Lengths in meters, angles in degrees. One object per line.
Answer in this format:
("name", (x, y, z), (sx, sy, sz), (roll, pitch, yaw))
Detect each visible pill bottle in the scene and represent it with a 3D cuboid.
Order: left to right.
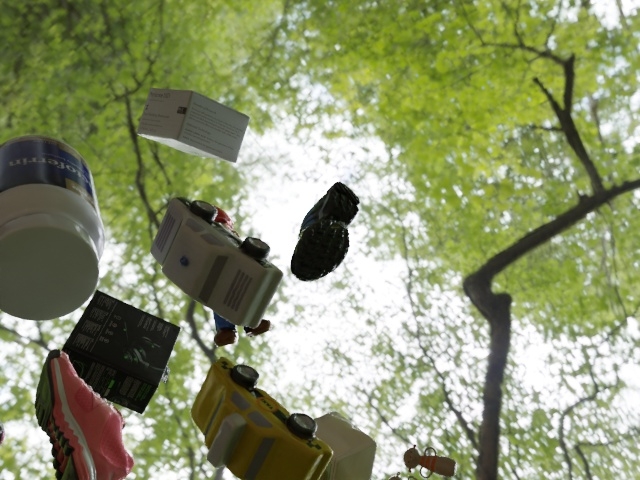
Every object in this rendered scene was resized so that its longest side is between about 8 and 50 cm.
("pill bottle", (-0.356, -0.021, 0.867), (0.153, 0.153, 0.264), (-40, -144, 1))

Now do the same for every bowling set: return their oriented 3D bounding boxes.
("bowling set", (0.186, 0.586, 1.503), (0.154, 0.200, 0.286), (7, -109, 26))

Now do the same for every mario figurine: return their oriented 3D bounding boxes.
("mario figurine", (-0.217, 0.068, 1.519), (0.170, 0.198, 0.320), (-24, -96, 35))

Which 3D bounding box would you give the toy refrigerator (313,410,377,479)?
("toy refrigerator", (0.006, 0.421, 1.089), (0.094, 0.269, 0.102), (-9, -154, -40))

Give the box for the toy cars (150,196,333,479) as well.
("toy cars", (-0.114, 0.122, 0.796), (0.177, 0.087, 0.393), (-22, -101, 30))

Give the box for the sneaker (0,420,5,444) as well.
("sneaker", (-0.478, 0.225, 0.839), (0.063, 0.171, 0.075), (-64, -168, -1))

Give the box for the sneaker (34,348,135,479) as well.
("sneaker", (-0.444, 0.337, 1.293), (0.313, 0.136, 0.115), (55, -52, 37))

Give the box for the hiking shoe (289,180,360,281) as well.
("hiking shoe", (0.000, 0.000, 1.560), (0.132, 0.113, 0.304), (-41, -167, 43))

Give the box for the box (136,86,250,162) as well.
("box", (-0.298, -0.270, 1.611), (0.181, 0.182, 0.118), (15, -92, 44))

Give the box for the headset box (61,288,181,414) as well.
("headset box", (-0.540, 0.304, 1.872), (0.131, 0.283, 0.246), (-57, -166, 30))
